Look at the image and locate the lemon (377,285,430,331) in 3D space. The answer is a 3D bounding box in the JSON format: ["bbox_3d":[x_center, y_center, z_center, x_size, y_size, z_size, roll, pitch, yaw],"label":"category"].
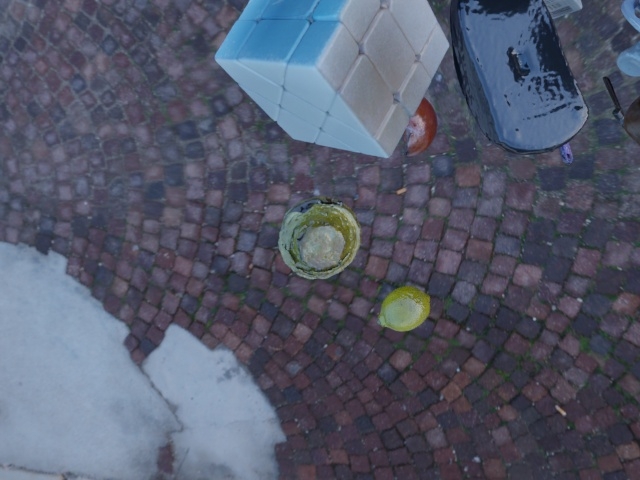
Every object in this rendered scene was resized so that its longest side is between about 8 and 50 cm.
[{"bbox_3d":[0.118,0.098,0.793,0.083,0.062,0.062,-28,91,0],"label":"lemon"}]

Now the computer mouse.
[{"bbox_3d":[0.260,-0.241,0.770,0.138,0.086,0.269,-19,86,-3],"label":"computer mouse"}]

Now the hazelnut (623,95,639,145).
[{"bbox_3d":[0.689,-0.212,1.043,0.210,0.210,0.186,-28,123,18],"label":"hazelnut"}]

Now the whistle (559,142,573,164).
[{"bbox_3d":[0.722,-0.312,1.667,0.033,0.033,0.176,-14,84,17],"label":"whistle"}]

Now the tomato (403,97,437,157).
[{"bbox_3d":[0.316,-0.380,1.770,0.112,0.199,0.227,-4,58,9],"label":"tomato"}]

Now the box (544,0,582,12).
[{"bbox_3d":[0.526,-0.643,1.290,0.095,0.330,0.210,-10,98,33],"label":"box"}]

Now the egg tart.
[{"bbox_3d":[0.000,0.000,1.512,0.241,0.106,0.240,-2,108,-6],"label":"egg tart"}]

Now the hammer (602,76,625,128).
[{"bbox_3d":[0.701,-0.341,1.329,0.065,0.178,0.021,32,136,-33],"label":"hammer"}]

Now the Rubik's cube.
[{"bbox_3d":[0.032,-0.407,1.201,0.322,0.319,0.315,21,77,41],"label":"Rubik's cube"}]

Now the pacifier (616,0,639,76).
[{"bbox_3d":[0.888,-0.522,1.474,0.279,0.227,0.207,31,136,1],"label":"pacifier"}]
